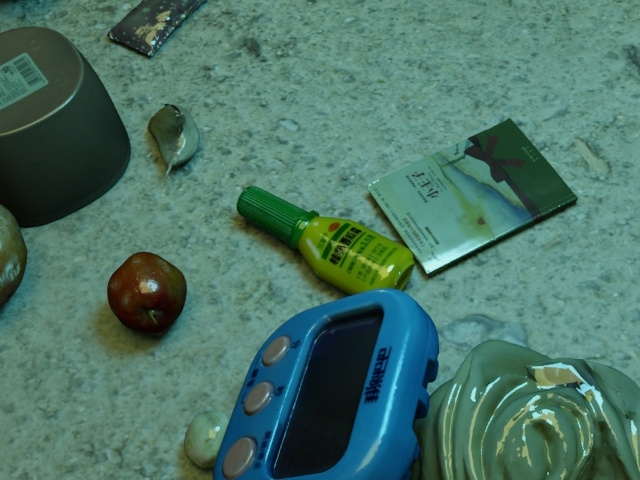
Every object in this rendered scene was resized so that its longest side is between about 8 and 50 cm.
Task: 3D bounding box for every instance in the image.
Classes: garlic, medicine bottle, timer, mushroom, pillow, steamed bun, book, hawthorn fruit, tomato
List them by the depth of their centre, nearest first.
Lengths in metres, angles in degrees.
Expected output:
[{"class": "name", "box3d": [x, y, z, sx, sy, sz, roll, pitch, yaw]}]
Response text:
[{"class": "steamed bun", "box3d": [0.283, 0.285, 1.335, 0.367, 0.255, 0.342, 19, 64, 18]}, {"class": "timer", "box3d": [0.011, 0.230, 1.392, 0.309, 0.115, 0.340, -20, 37, 38]}, {"class": "mushroom", "box3d": [-0.157, 0.285, 1.485, 0.083, 0.067, 0.084, -21, 60, 43]}, {"class": "hawthorn fruit", "box3d": [-0.270, 0.086, 1.587, 0.125, 0.125, 0.140, 12, 39, 13]}, {"class": "tomato", "box3d": [-0.552, 0.008, 1.640, 0.214, 0.181, 0.155, 33, 60, 19]}, {"class": "medicine bottle", "box3d": [0.000, 0.000, 1.648, 0.309, 0.076, 0.111, 28, 63, 22]}, {"class": "book", "box3d": [0.248, -0.076, 1.701, 0.289, 0.026, 0.201, -27, 60, -12]}, {"class": "garlic", "box3d": [-0.246, -0.175, 1.795, 0.084, 0.066, 0.152, -39, 54, 13]}, {"class": "pillow", "box3d": [-0.310, -0.432, 1.971, 0.118, 0.043, 0.185, 28, 64, 18]}]

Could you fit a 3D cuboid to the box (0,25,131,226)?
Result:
[{"class": "box", "box3d": [-0.485, -0.203, 1.743, 0.301, 0.216, 0.301, -1, 57, 2]}]
